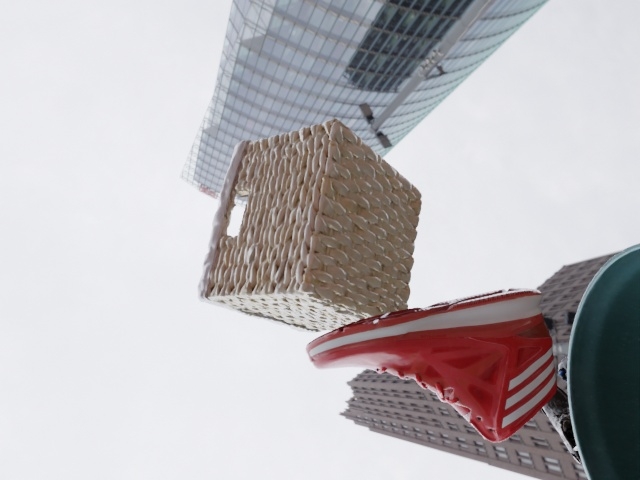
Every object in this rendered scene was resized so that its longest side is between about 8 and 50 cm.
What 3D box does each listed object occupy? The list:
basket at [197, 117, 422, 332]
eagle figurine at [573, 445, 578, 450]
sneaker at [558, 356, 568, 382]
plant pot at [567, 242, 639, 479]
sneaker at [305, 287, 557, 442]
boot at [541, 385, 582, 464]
[{"bbox_3d":[0.000,0.000,0.820,0.331,0.267,0.328,29,-115,-45],"label":"basket"},{"bbox_3d":[0.694,0.351,0.916,0.225,0.226,0.298,18,-120,-11],"label":"eagle figurine"},{"bbox_3d":[0.750,0.366,1.212,0.217,0.121,0.079,30,-159,-34],"label":"sneaker"},{"bbox_3d":[0.396,0.153,0.381,0.197,0.293,0.292,5,-109,5],"label":"plant pot"},{"bbox_3d":[0.099,0.125,0.384,0.221,0.087,0.128,-16,-99,19],"label":"sneaker"},{"bbox_3d":[0.676,0.496,1.156,0.091,0.229,0.262,-33,-127,14],"label":"boot"}]
